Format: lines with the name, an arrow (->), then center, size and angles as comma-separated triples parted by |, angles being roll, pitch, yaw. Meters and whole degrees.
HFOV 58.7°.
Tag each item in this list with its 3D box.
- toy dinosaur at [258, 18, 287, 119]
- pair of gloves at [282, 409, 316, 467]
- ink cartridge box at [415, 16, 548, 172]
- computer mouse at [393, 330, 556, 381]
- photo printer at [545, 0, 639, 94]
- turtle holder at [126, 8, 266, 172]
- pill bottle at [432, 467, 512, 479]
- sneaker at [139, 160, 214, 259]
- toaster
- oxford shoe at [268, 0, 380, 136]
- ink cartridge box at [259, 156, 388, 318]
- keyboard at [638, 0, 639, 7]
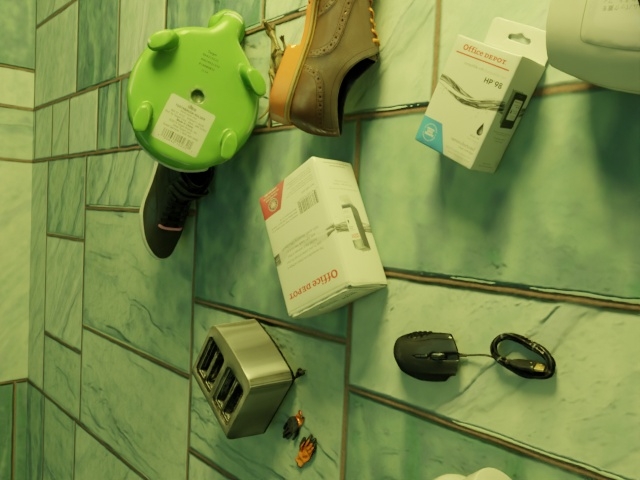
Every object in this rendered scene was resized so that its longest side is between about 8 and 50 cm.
toy dinosaur -> -0.080, -0.312, 1.056 | 0.092, 0.053, 0.183 | -141, 50, -61
pair of gloves -> -0.039, 0.356, 1.024 | 0.083, 0.010, 0.074 | 55, 127, 34
ink cartridge box -> 0.205, -0.189, 0.720 | 0.104, 0.060, 0.180 | 40, 118, 41
computer mouse -> 0.188, 0.155, 0.753 | 0.242, 0.041, 0.071 | -11, 81, 47
photo printer -> 0.354, -0.289, 0.520 | 0.255, 0.107, 0.308 | 18, 103, 44
turtle holder -> -0.248, -0.291, 1.092 | 0.227, 0.243, 0.321 | -176, 82, -71
pill bottle -> 0.154, 0.377, 0.726 | 0.221, 0.124, 0.124 | -50, 55, 37
sneaker -> -0.320, -0.087, 1.264 | 0.146, 0.104, 0.296 | 23, 102, 51
toaster -> -0.143, 0.253, 1.066 | 0.168, 0.110, 0.186 | 49, 124, 35
oxford shoe -> 0.045, -0.338, 0.883 | 0.132, 0.130, 0.364 | 24, 103, 11
ink cartridge box -> 0.000, 0.000, 0.923 | 0.158, 0.092, 0.218 | -32, 65, 43
keyboard -> 0.350, -0.226, 0.428 | 0.201, 0.033, 0.318 | -16, 83, 40
